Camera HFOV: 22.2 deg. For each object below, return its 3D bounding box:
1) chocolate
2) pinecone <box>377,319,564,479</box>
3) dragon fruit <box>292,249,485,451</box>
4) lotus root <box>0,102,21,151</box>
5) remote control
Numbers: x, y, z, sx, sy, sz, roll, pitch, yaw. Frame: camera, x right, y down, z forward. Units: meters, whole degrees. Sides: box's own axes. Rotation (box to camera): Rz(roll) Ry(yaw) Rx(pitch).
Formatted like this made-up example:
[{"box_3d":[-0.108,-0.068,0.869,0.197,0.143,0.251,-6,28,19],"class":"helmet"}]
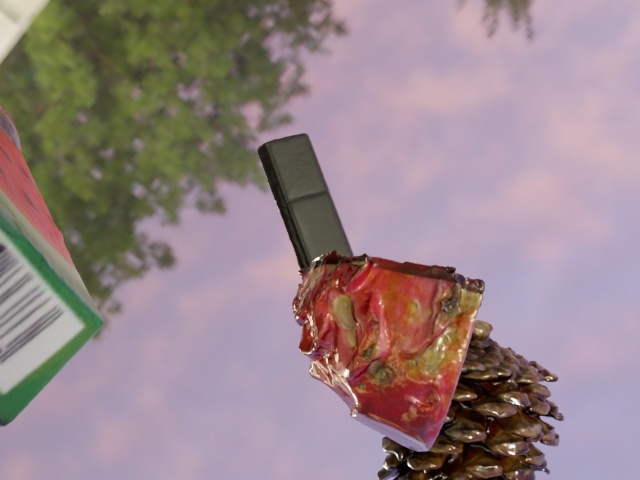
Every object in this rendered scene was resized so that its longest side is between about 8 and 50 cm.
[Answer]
[{"box_3d":[-0.389,-0.050,1.588,0.161,0.360,0.341,-32,-131,0],"class":"chocolate"},{"box_3d":[0.172,0.227,1.932,0.224,0.224,0.272,-153,-115,-77],"class":"pinecone"},{"box_3d":[0.063,0.095,1.443,0.163,0.189,0.261,-10,166,-8],"class":"dragon fruit"},{"box_3d":[-0.495,-0.143,2.144,0.169,0.314,0.141,-29,-157,24],"class":"lotus root"},{"box_3d":[0.000,0.000,1.668,0.063,0.245,0.025,-16,159,-15],"class":"remote control"}]
